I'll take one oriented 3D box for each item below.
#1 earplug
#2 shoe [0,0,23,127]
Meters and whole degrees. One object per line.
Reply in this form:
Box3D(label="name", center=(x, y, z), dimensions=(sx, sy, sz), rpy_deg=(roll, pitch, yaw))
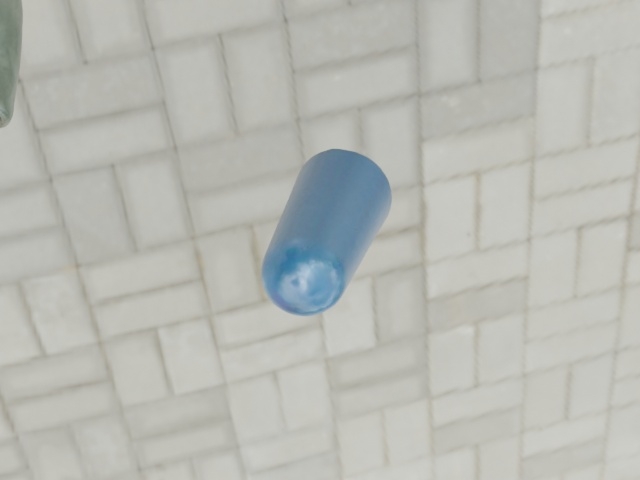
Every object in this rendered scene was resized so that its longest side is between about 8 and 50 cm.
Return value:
Box3D(label="earplug", center=(0.000, 0.000, 1.691), dimensions=(0.133, 0.273, 0.132), rpy_deg=(6, 119, 12))
Box3D(label="shoe", center=(-0.207, -0.086, 0.739), dimensions=(0.079, 0.195, 0.078), rpy_deg=(-26, 118, 34))
